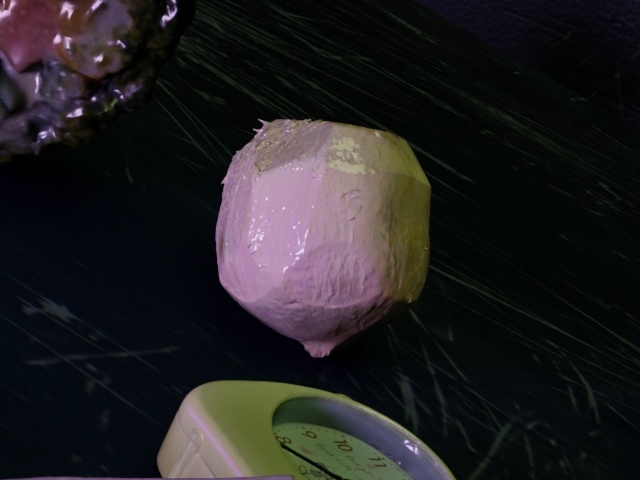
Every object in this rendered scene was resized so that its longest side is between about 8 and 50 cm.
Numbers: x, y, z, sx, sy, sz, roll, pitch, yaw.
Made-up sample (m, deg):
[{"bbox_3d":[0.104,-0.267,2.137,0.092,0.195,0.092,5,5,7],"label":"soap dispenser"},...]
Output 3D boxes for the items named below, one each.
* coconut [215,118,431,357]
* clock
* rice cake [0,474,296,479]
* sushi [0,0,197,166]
[{"bbox_3d":[0.003,0.000,1.123,0.194,0.194,0.194,23,20,-9],"label":"coconut"},{"bbox_3d":[0.022,0.167,0.883,0.232,0.069,0.170,10,25,-41],"label":"clock"},{"bbox_3d":[-0.136,0.155,0.627,0.297,0.050,0.106,-1,27,-13],"label":"rice cake"},{"bbox_3d":[-0.280,-0.211,1.106,0.351,0.294,0.178,22,23,-8],"label":"sushi"}]
